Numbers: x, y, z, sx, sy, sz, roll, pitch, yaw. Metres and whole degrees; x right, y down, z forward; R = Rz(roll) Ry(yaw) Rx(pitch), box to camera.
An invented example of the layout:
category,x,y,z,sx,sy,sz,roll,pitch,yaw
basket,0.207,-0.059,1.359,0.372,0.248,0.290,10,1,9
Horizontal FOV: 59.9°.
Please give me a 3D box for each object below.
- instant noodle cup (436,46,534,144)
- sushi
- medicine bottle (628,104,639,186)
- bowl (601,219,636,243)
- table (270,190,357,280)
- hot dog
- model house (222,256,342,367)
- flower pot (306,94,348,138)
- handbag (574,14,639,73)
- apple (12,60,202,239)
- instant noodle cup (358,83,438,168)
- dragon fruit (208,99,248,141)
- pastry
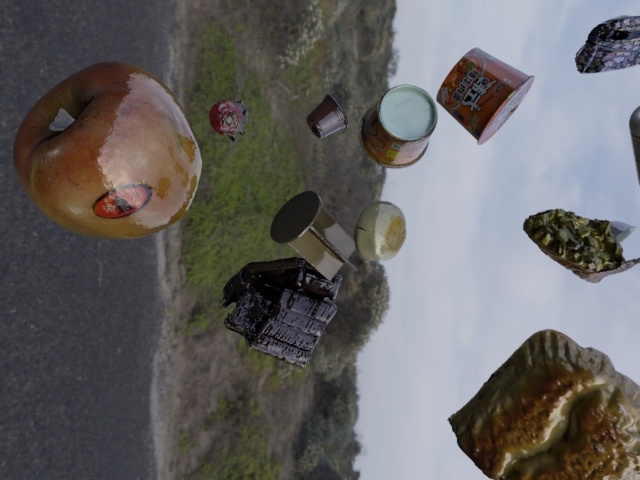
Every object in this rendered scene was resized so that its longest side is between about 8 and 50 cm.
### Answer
category,x,y,z,sx,sy,sz,roll,pitch,yaw
instant noodle cup,0.486,-0.444,1.672,0.250,0.192,0.250,-43,165,-15
sushi,0.679,0.009,1.448,0.167,0.296,0.179,-43,165,-19
medicine bottle,0.779,-0.189,1.249,0.250,0.131,0.131,60,23,-32
bowl,0.926,-0.011,1.823,0.086,0.189,0.189,53,-15,25
table,0.000,0.000,1.503,0.226,0.167,0.167,43,37,-34
hot dog,0.519,0.395,1.202,0.196,0.367,0.366,-15,139,-49
model house,-0.138,0.205,1.621,0.297,0.317,0.283,-58,-171,41
flower pot,0.012,-0.344,1.585,0.111,0.089,0.111,52,-9,12
handbag,0.911,-0.607,1.710,0.208,0.228,0.127,65,18,-76
apple,-0.389,-0.149,1.066,0.305,0.338,0.339,51,36,-50
instant noodle cup,0.224,-0.324,1.549,0.172,0.215,0.216,124,-30,-80
dragon fruit,-0.319,-0.426,1.924,0.121,0.130,0.142,63,13,20
pastry,0.150,-0.021,1.391,0.156,0.092,0.157,-11,104,-47
